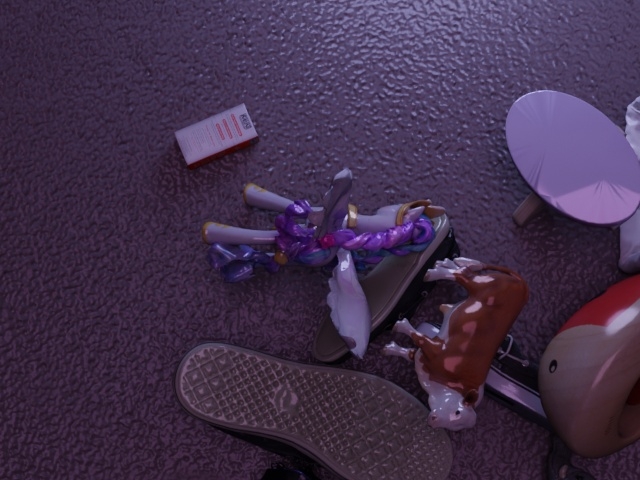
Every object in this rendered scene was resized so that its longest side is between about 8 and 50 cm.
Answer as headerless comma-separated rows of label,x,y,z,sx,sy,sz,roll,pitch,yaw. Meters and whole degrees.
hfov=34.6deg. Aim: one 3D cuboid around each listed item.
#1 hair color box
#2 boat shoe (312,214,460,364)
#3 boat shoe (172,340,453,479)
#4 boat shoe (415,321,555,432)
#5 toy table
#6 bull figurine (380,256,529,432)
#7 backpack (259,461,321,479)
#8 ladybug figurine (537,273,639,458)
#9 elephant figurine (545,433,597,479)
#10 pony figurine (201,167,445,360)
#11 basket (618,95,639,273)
hair color box,-0.191,-0.191,1.898,0.141,0.043,0.072,-23,80,-3
boat shoe,0.126,0.102,1.809,0.340,0.127,0.113,-52,127,-16
boat shoe,-0.011,0.298,1.754,0.500,0.156,0.186,19,78,-7
boat shoe,0.309,0.211,1.783,0.306,0.113,0.105,30,74,7
toy table,0.439,-0.125,1.804,0.252,0.161,0.274,-30,74,5
bull figurine,0.219,0.163,1.681,0.188,0.101,0.310,30,67,10
backpack,-0.022,0.460,1.707,0.173,0.158,0.117,41,66,-13
ladybug figurine,0.517,0.181,1.699,0.449,0.305,0.162,-22,41,-35
elephant figurine,0.427,0.463,1.723,0.239,0.169,0.186,-41,111,-22
pony figurine,0.000,0.000,1.708,0.363,0.351,0.302,1,114,20
basket,0.684,-0.113,1.732,0.266,0.331,0.328,6,79,0
